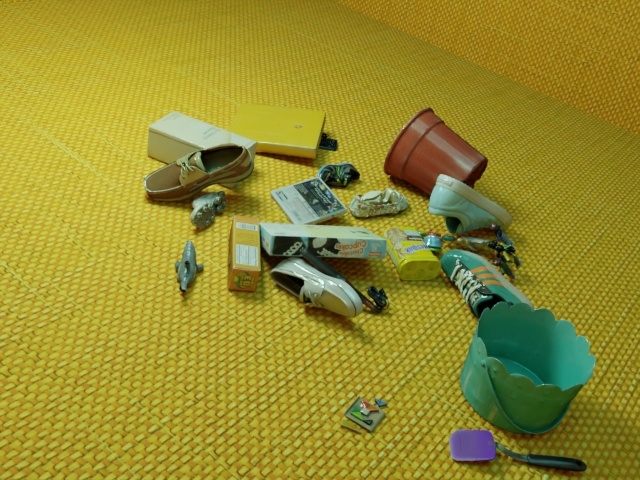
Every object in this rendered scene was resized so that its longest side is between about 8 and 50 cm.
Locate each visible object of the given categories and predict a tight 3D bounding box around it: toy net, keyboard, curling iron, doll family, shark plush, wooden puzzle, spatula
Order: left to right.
[{"bbox_3d":[-0.342,0.071,1.635,0.073,0.067,0.161,15,35,1],"label":"shark plush"},{"bbox_3d":[-0.030,-0.383,2.399,0.192,0.038,0.100,11,35,-5],"label":"keyboard"},{"bbox_3d":[0.060,0.101,1.700,0.274,0.035,0.068,32,45,-5],"label":"curling iron"},{"bbox_3d":[0.097,0.374,1.416,0.078,0.014,0.116,25,36,15],"label":"wooden puzzle"},{"bbox_3d":[0.405,0.008,2.012,0.232,0.045,0.122,5,7,-18],"label":"toy net"},{"bbox_3d":[0.545,0.027,1.960,0.111,0.076,0.193,36,24,-25],"label":"doll family"},{"bbox_3d":[0.424,0.457,1.400,0.296,0.030,0.084,12,33,-2],"label":"spatula"}]

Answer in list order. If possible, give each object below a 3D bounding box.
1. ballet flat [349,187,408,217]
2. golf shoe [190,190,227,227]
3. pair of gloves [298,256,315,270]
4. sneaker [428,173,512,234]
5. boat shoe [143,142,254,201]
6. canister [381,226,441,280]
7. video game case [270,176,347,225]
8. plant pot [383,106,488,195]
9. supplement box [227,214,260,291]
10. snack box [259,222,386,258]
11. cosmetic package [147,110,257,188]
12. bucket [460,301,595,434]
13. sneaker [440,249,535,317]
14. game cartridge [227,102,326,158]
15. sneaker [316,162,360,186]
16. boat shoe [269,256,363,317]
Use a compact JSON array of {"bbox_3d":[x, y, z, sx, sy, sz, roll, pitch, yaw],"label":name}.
[{"bbox_3d":[0.198,-0.126,2.089,0.241,0.077,0.091,-14,43,-35],"label":"ballet flat"},{"bbox_3d":[-0.340,-0.088,1.878,0.086,0.069,0.176,6,27,19],"label":"golf shoe"},{"bbox_3d":[-0.028,0.081,1.734,0.083,0.074,0.010,37,74,27],"label":"pair of gloves"},{"bbox_3d":[0.460,-0.081,2.067,0.366,0.150,0.135,24,6,-36],"label":"sneaker"},{"bbox_3d":[-0.356,-0.213,1.896,0.324,0.120,0.123,-19,69,-7],"label":"boat shoe"},{"bbox_3d":[0.257,0.034,1.892,0.126,0.073,0.170,0,36,-19],"label":"canister"},{"bbox_3d":[-0.037,-0.117,2.013,0.173,0.022,0.190,-20,45,-20],"label":"video game case"},{"bbox_3d":[0.401,-0.265,2.212,0.265,0.272,0.272,38,41,18],"label":"plant pot"},{"bbox_3d":[-0.203,0.032,1.732,0.080,0.078,0.233,10,36,-11],"label":"supplement box"},{"bbox_3d":[0.000,0.000,1.801,0.321,0.060,0.187,2,11,-16],"label":"snack box"},{"bbox_3d":[-0.378,-0.293,2.091,0.309,0.113,0.160,20,35,11],"label":"cosmetic package"},{"bbox_3d":[0.465,0.295,1.507,0.281,0.183,0.281,9,36,-6],"label":"bucket"},{"bbox_3d":[0.434,0.132,1.786,0.121,0.108,0.302,-19,48,-44],"label":"sneaker"},{"bbox_3d":[-0.156,-0.395,2.330,0.323,0.053,0.285,6,38,5],"label":"game cartridge"},{"bbox_3d":[0.058,-0.213,2.169,0.188,0.067,0.078,-18,43,-39],"label":"sneaker"},{"bbox_3d":[-0.016,0.126,1.652,0.267,0.096,0.088,33,46,28],"label":"boat shoe"}]
